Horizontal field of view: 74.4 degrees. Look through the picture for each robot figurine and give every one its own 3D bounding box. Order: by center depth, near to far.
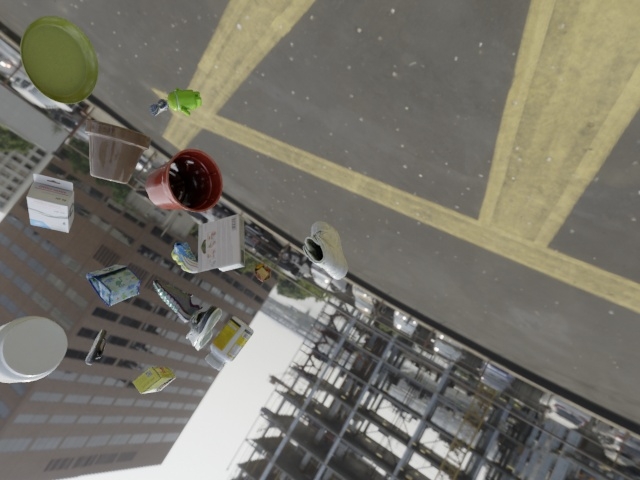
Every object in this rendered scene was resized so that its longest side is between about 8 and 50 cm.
[{"bbox_3d":[-0.467,-0.478,1.438,0.067,0.115,0.101,122,131,-63],"label":"robot figurine"}]

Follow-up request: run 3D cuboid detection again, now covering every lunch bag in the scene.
[{"bbox_3d":[-0.767,0.150,1.564,0.151,0.096,0.128,35,-148,23],"label":"lunch bag"}]

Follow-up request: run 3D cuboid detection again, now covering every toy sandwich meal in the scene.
[{"bbox_3d":[-0.234,0.128,1.729,0.085,0.086,0.029,35,131,-15],"label":"toy sandwich meal"}]

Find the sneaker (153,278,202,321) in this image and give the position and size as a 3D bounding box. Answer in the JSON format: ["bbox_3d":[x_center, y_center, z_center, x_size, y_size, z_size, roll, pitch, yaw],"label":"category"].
[{"bbox_3d":[-0.602,0.236,1.779,0.224,0.098,0.083,49,148,-1],"label":"sneaker"}]

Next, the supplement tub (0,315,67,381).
[{"bbox_3d":[-1.146,0.422,1.632,0.331,0.241,0.241,-19,134,40],"label":"supplement tub"}]

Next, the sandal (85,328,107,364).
[{"bbox_3d":[-1.066,0.510,2.038,0.054,0.097,0.254,35,-173,-22],"label":"sandal"}]

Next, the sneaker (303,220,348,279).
[{"bbox_3d":[0.000,0.000,1.619,0.169,0.108,0.293,37,-160,-44],"label":"sneaker"}]

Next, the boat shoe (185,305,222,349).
[{"bbox_3d":[-0.472,0.336,1.664,0.091,0.114,0.303,39,131,5],"label":"boat shoe"}]

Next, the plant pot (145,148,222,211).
[{"bbox_3d":[-0.629,-0.252,1.891,0.264,0.273,0.272,-3,147,42],"label":"plant pot"}]

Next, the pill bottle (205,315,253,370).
[{"bbox_3d":[-0.338,0.380,1.555,0.103,0.184,0.103,35,166,10],"label":"pill bottle"}]

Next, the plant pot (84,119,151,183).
[{"bbox_3d":[-0.895,-0.374,1.833,0.262,0.230,0.263,13,-179,0],"label":"plant pot"}]

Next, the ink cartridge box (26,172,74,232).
[{"bbox_3d":[-0.780,-0.105,1.221,0.104,0.060,0.180,14,143,-21],"label":"ink cartridge box"}]

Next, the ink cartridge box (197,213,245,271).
[{"bbox_3d":[-0.504,0.023,2.143,0.238,0.275,0.060,-14,154,16],"label":"ink cartridge box"}]

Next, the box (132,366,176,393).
[{"bbox_3d":[-0.631,0.534,1.617,0.058,0.087,0.232,47,167,11],"label":"box"}]

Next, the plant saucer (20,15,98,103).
[{"bbox_3d":[-0.781,-0.535,1.259,0.037,0.241,0.241,11,161,23],"label":"plant saucer"}]

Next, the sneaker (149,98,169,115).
[{"bbox_3d":[-0.751,-0.626,1.989,0.135,0.058,0.052,-10,101,35],"label":"sneaker"}]

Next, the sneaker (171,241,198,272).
[{"bbox_3d":[-0.761,0.087,2.382,0.240,0.126,0.091,27,-149,28],"label":"sneaker"}]
